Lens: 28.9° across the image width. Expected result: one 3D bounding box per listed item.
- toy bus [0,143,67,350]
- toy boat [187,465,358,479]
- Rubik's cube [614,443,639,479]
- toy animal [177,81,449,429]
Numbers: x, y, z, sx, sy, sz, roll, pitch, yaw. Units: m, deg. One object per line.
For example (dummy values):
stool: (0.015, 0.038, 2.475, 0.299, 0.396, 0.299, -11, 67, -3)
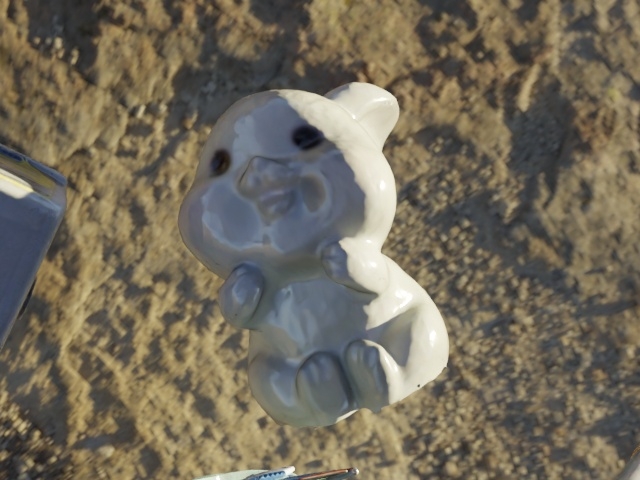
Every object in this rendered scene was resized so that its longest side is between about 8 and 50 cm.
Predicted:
toy bus: (-0.223, 0.075, 0.672, 0.092, 0.106, 0.268, 25, 96, -17)
toy boat: (-0.043, 0.135, 0.625, 0.105, 0.149, 0.034, -10, 83, -13)
Rubik's cube: (0.216, 0.262, 0.480, 0.290, 0.291, 0.292, 18, 99, 21)
toy animal: (0.001, 0.005, 0.748, 0.127, 0.178, 0.193, -18, 90, 14)
